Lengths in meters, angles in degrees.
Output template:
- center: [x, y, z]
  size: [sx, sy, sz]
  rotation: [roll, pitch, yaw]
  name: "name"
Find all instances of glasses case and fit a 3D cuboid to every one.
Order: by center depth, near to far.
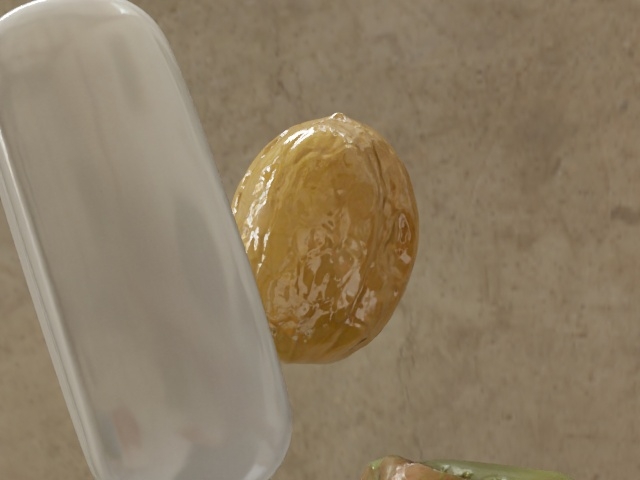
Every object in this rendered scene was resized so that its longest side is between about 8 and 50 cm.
- center: [-0.068, 0.003, 0.547]
  size: [0.074, 0.049, 0.193]
  rotation: [-16, 81, -21]
  name: "glasses case"

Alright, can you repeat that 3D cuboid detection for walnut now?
- center: [0.000, 0.000, 1.226]
  size: [0.159, 0.159, 0.206]
  rotation: [14, 99, 16]
  name: "walnut"

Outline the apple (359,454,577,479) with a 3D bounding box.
- center: [0.115, 0.245, 1.128]
  size: [0.188, 0.207, 0.173]
  rotation: [6, 59, -5]
  name: "apple"
